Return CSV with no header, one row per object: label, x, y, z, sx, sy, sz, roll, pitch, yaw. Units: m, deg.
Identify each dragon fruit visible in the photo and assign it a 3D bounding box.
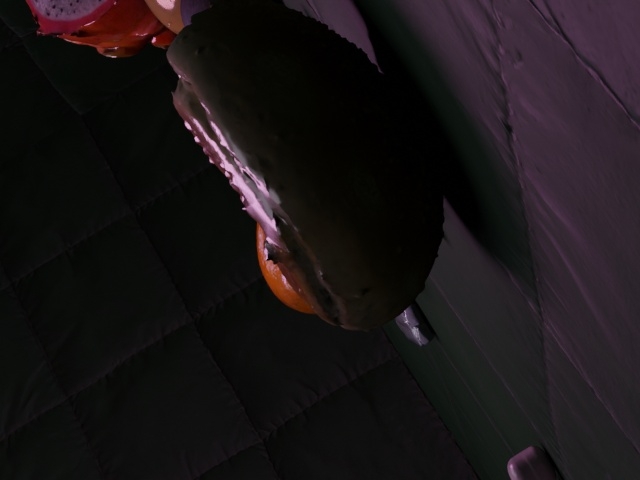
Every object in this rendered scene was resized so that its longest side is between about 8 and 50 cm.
dragon fruit,-0.323,-0.439,1.873,0.225,0.305,0.305,11,-141,-52

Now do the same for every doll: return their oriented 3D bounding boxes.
doll,0.308,0.357,1.462,0.161,0.059,0.160,55,176,46

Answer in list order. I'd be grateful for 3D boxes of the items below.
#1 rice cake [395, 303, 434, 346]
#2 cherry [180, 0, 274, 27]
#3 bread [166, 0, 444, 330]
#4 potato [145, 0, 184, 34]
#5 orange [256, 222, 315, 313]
rice cake,0.151,0.127,2.065,0.124,0.038,0.211,59,178,2
cherry,-0.086,-0.252,1.405,0.148,0.115,0.188,-4,136,43
bread,0.006,-0.059,0.951,0.314,0.171,0.192,58,176,-22
potato,-0.175,-0.359,1.498,0.150,0.146,0.234,23,161,25
orange,0.000,0.000,1.710,0.224,0.170,0.224,175,90,-65
